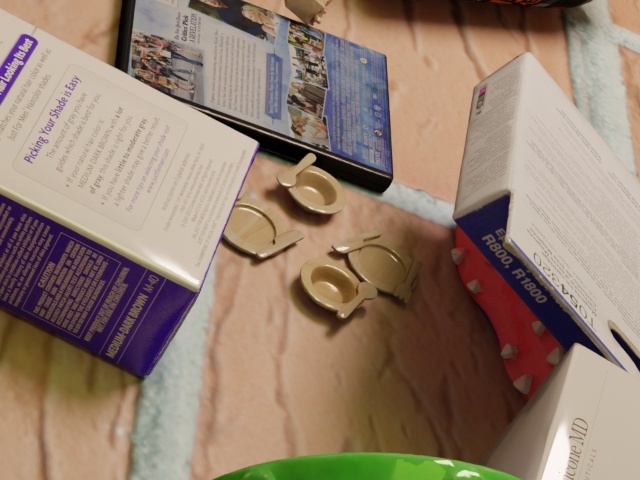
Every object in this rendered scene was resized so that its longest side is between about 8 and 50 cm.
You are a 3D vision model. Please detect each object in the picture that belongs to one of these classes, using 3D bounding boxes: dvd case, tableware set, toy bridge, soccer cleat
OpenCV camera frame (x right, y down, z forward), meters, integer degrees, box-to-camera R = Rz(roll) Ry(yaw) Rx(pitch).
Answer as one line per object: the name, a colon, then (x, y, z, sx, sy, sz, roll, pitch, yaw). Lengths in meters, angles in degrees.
dvd case: (-0.055, -0.143, 1.605, 0.253, 0.022, 0.180, 19, 40, -17)
tableware set: (0.000, 0.000, 1.485, 0.168, 0.020, 0.141, 41, 38, 12)
toy bridge: (-0.012, -0.250, 1.736, 0.063, 0.026, 0.188, 37, 24, -29)
soccer cleat: (0.175, 0.049, 1.519, 0.095, 0.083, 0.248, 34, 27, -38)

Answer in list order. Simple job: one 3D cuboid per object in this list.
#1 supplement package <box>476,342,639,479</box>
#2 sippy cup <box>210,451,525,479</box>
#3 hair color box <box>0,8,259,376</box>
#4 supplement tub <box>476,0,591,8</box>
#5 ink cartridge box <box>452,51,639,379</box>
supplement package: (0.238, 0.243, 1.252, 0.293, 0.175, 0.177, 30, 38, -3)
sippy cup: (0.028, 0.263, 1.041, 0.240, 0.305, 0.224, 31, 51, -41)
hair color box: (-0.231, -0.063, 1.321, 0.339, 0.110, 0.185, 29, 38, -8)
supplement tub: (0.184, -0.332, 1.845, 0.316, 0.193, 0.193, -1, 48, -35)
ink cartridge box: (0.226, 0.049, 1.434, 0.324, 0.071, 0.330, 48, 26, -16)
